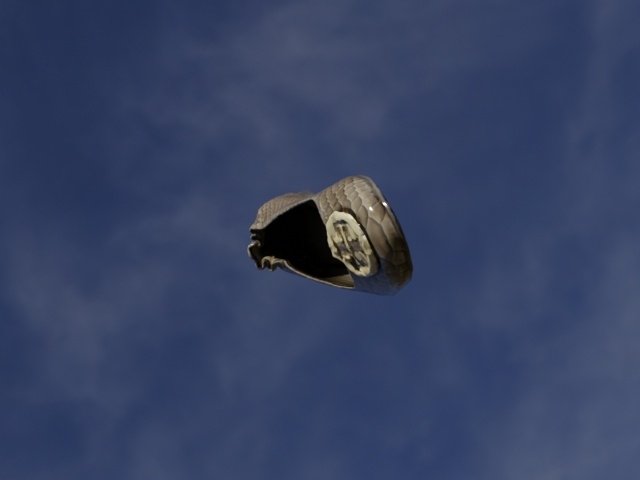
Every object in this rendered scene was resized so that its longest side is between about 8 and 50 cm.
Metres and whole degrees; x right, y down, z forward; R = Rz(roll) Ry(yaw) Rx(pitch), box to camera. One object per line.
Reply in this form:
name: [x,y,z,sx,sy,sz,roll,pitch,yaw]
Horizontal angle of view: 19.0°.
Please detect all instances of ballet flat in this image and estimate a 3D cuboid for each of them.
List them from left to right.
ballet flat: [0.000,0.000,1.283,0.058,0.250,0.084,-21,-81,-15]
